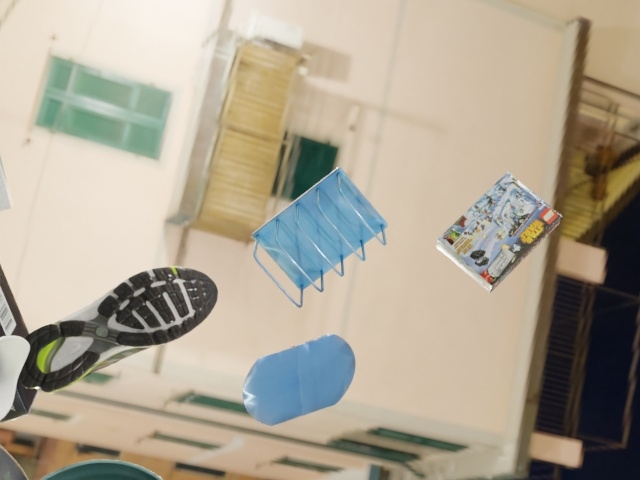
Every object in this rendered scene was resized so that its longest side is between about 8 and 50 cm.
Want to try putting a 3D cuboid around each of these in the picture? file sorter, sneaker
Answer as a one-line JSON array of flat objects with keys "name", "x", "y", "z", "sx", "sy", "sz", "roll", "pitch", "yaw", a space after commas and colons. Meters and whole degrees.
[{"name": "file sorter", "x": 0.000, "y": 0.000, "z": 1.603, "sx": 0.170, "sy": 0.118, "sz": 0.104, "roll": -37, "pitch": -163, "yaw": 12}, {"name": "sneaker", "x": -0.288, "y": 0.120, "z": 1.564, "sx": 0.121, "sy": 0.300, "sz": 0.111, "roll": 100, "pitch": -32, "yaw": -89}]

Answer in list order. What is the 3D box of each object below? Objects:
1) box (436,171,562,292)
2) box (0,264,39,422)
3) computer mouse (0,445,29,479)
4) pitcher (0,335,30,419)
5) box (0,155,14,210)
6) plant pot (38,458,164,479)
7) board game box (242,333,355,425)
[{"name": "box", "x": 0.228, "y": -0.012, "z": 1.393, "sx": 0.137, "sy": 0.094, "sz": 0.027, "roll": -42, "pitch": 161, "yaw": -16}, {"name": "box", "x": -0.705, "y": 0.171, "z": 1.926, "sx": 0.179, "sy": 0.312, "sz": 0.343, "roll": -98, "pitch": 170, "yaw": -71}, {"name": "computer mouse", "x": -0.458, "y": 0.271, "z": 1.331, "sx": 0.072, "sy": 0.272, "sz": 0.188, "roll": -62, "pitch": 168, "yaw": 27}, {"name": "pitcher", "x": -0.446, "y": 0.156, "z": 1.274, "sx": 0.207, "sy": 0.125, "sz": 0.178, "roll": 21, "pitch": -74, "yaw": 27}, {"name": "box", "x": -0.497, "y": -0.117, "z": 1.525, "sx": 0.130, "sy": 0.091, "sz": 0.171, "roll": -170, "pitch": -115, "yaw": -77}, {"name": "plant pot", "x": -0.324, "y": 0.503, "z": 1.621, "sx": 0.196, "sy": 0.293, "sz": 0.293, "roll": 90, "pitch": 0, "yaw": -53}, {"name": "board game box", "x": -0.034, "y": 0.188, "z": 1.527, "sx": 0.033, "sy": 0.168, "sz": 0.133, "roll": -125, "pitch": -156, "yaw": -49}]
